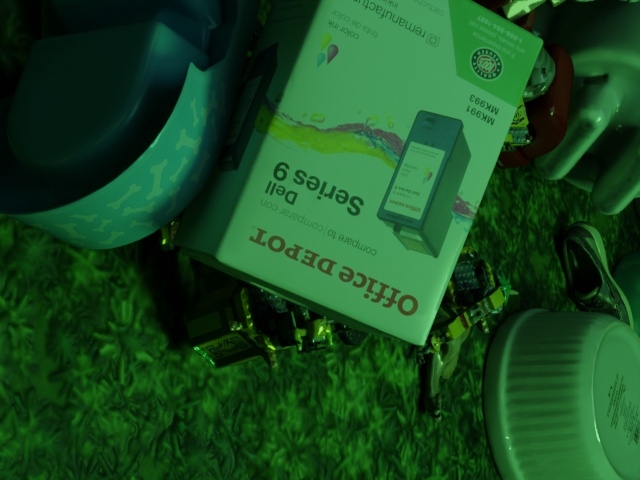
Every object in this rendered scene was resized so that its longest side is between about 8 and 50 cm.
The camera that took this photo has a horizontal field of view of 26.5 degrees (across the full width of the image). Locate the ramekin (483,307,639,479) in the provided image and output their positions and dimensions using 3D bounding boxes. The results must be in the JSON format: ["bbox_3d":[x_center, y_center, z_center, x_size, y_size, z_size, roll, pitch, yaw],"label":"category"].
[{"bbox_3d":[0.261,0.167,1.378,0.207,0.109,0.207,18,68,-52],"label":"ramekin"}]

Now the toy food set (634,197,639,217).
[{"bbox_3d":[0.471,-0.103,1.740,0.232,0.104,0.111,-39,115,-51],"label":"toy food set"}]

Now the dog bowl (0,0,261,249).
[{"bbox_3d":[-0.121,-0.127,0.857,0.074,0.166,0.297,49,45,-49],"label":"dog bowl"}]

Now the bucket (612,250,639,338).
[{"bbox_3d":[0.475,0.120,1.630,0.281,0.183,0.281,16,71,-53],"label":"bucket"}]

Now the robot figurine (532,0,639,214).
[{"bbox_3d":[0.344,-0.187,1.496,0.300,0.200,0.353,35,48,-4],"label":"robot figurine"}]

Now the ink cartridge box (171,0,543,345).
[{"bbox_3d":[0.023,-0.060,0.849,0.154,0.093,0.212,25,86,-22],"label":"ink cartridge box"}]

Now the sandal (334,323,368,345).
[{"bbox_3d":[0.000,0.000,1.109,0.067,0.040,0.179,-14,85,-59],"label":"sandal"}]

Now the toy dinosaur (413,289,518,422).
[{"bbox_3d":[0.122,0.082,1.264,0.183,0.053,0.093,-55,142,-36],"label":"toy dinosaur"}]

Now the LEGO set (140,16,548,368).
[{"bbox_3d":[0.049,-0.038,0.994,0.331,0.192,0.255,6,71,-43],"label":"LEGO set"}]

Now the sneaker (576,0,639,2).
[{"bbox_3d":[0.292,-0.305,1.345,0.281,0.105,0.115,-30,150,-60],"label":"sneaker"}]

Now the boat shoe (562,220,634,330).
[{"bbox_3d":[0.303,0.056,1.516,0.049,0.056,0.152,-29,97,-49],"label":"boat shoe"}]

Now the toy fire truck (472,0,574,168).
[{"bbox_3d":[0.181,-0.182,1.219,0.217,0.246,0.158,42,51,-42],"label":"toy fire truck"}]
